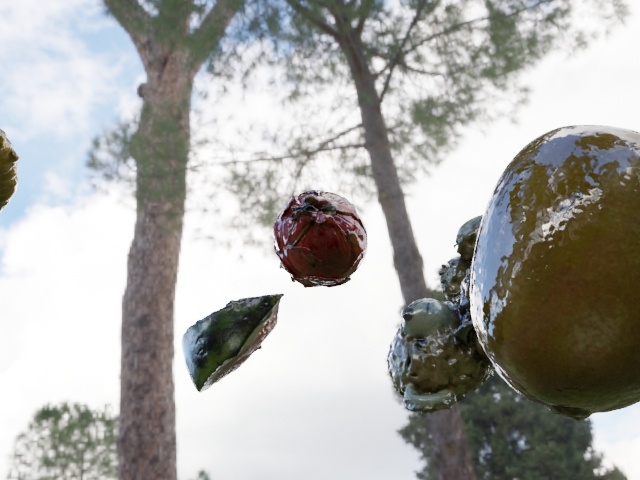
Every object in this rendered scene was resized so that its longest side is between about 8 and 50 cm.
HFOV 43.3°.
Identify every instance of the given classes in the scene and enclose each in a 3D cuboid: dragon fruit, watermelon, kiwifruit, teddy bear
[{"bbox_3d":[0.000,0.000,1.402,0.173,0.172,0.209,-1,-27,-10],"label":"dragon fruit"},{"bbox_3d":[-0.100,0.120,0.925,0.119,0.063,0.245,-22,-17,-22],"label":"watermelon"},{"bbox_3d":[0.217,0.027,0.649,0.196,0.233,0.196,11,-5,1],"label":"kiwifruit"},{"bbox_3d":[0.188,0.106,1.039,0.256,0.267,0.156,-38,-75,13],"label":"teddy bear"}]

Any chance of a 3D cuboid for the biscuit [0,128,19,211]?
[{"bbox_3d":[-0.335,-0.037,0.535,0.254,0.035,0.254,-18,-20,-7],"label":"biscuit"}]
